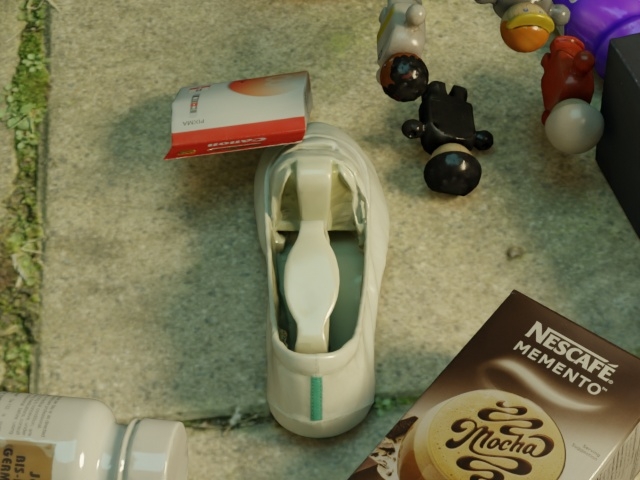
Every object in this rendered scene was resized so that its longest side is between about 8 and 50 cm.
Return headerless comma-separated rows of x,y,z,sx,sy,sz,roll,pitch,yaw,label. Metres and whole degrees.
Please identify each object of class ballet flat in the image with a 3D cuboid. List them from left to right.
0.000,0.000,1.528,0.139,0.139,0.400,-2,49,1,ballet flat

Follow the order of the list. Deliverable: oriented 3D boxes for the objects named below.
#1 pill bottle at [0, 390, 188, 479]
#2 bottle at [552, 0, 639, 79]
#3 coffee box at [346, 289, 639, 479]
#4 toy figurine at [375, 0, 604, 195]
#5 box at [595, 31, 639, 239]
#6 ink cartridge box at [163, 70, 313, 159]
-0.236,0.199,1.370,0.229,0.131,0.131,4,50,6,pill bottle
0.320,-0.255,1.752,0.118,0.092,0.283,-17,51,-7,bottle
0.148,0.205,1.351,0.168,0.119,0.297,29,57,26,coffee box
0.166,-0.165,1.595,0.213,0.209,0.148,-17,44,17,toy figurine
0.477,-0.058,1.519,0.313,0.179,0.343,-15,50,-8,box
-0.086,-0.131,1.639,0.145,0.045,0.179,-7,15,5,ink cartridge box
